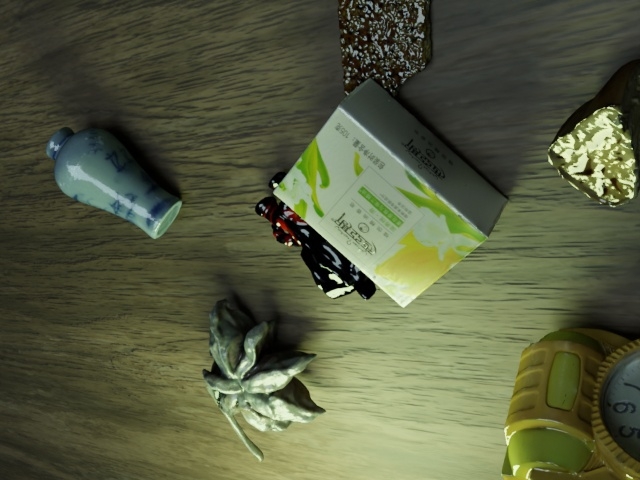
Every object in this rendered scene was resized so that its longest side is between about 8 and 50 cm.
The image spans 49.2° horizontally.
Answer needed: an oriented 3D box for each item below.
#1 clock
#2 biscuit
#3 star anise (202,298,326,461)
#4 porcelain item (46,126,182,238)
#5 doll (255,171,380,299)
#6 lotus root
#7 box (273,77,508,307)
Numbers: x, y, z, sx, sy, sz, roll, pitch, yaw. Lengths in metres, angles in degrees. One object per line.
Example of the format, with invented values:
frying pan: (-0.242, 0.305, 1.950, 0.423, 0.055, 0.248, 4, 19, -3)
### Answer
clock: (0.407, 0.237, 0.872, 0.317, 0.244, 0.200, -2, 136, 31)
biscuit: (0.083, -0.269, 0.926, 0.131, 0.026, 0.237, 12, 122, 31)
star anise: (-0.126, 0.282, 1.333, 0.315, 0.139, 0.360, -19, 105, 48)
porcelain item: (-0.383, -0.111, 1.285, 0.259, 0.141, 0.141, 35, 132, 3)
doll: (0.002, -0.002, 1.113, 0.248, 0.088, 0.127, 42, 154, 19)
lotus root: (0.317, -0.123, 0.783, 0.095, 0.135, 0.159, 11, 136, 31)
box: (0.094, -0.061, 0.975, 0.260, 0.111, 0.194, 39, 134, -2)
